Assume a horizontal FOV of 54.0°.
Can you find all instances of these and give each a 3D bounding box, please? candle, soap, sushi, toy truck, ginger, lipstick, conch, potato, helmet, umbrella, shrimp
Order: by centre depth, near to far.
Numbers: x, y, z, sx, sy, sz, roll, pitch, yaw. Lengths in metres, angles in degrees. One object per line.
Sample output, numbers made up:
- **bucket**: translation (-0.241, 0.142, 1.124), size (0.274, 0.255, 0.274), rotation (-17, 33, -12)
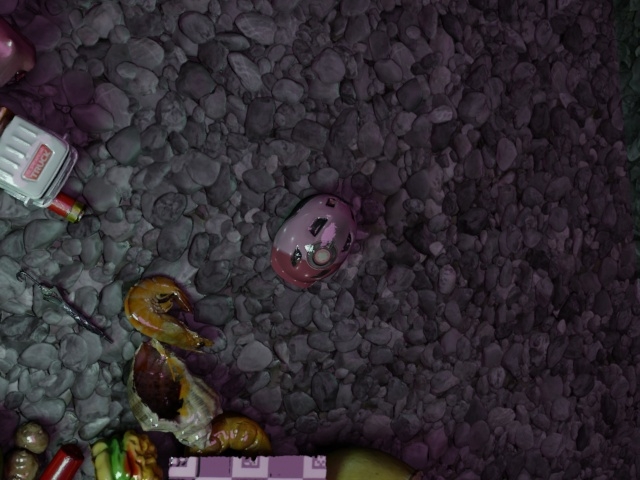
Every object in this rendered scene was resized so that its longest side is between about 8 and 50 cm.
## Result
- **soap**: translation (-0.711, -0.432, 1.221), size (0.324, 0.220, 0.127), rotation (39, 87, -24)
- **toy truck**: translation (-0.687, -0.218, 1.234), size (0.387, 0.207, 0.174), rotation (29, 81, -17)
- **ginger**: translation (-0.665, 0.506, 1.396), size (0.080, 0.104, 0.204), rotation (19, 70, -11)
- **candle**: translation (-0.589, -0.088, 1.398), size (0.130, 0.052, 0.052), rotation (31, 82, -24)
- **lipstick**: translation (-0.642, 0.602, 1.433), size (0.073, 0.073, 0.280), rotation (36, 81, -24)
- **umbrella**: translation (-0.574, 0.153, 1.437), size (0.044, 0.044, 0.269), rotation (-41, 114, 14)
- **conch**: translation (-0.365, 0.377, 1.494), size (0.291, 0.159, 0.210), rotation (50, 38, 16)
- **sushi**: translation (-0.175, 0.661, 1.504), size (0.372, 0.100, 0.297), rotation (2, 78, -11)
- **shrimp**: translation (-0.359, 0.186, 1.519), size (0.248, 0.068, 0.150), rotation (45, 57, -23)
- **helmet**: translation (0.000, 0.000, 1.631), size (0.198, 0.154, 0.254), rotation (30, 78, -25)
- **potato**: translation (0.059, 0.759, 1.670), size (0.442, 0.319, 0.385), rotation (-62, 155, -16)

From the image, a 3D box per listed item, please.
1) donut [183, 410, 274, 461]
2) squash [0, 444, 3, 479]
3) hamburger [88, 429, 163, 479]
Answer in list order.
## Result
- **donut**: translation (-0.236, 0.545, 1.592), size (0.226, 0.113, 0.227), rotation (-3, 97, -24)
- **squash**: translation (-0.799, 0.493, 1.254), size (0.310, 0.310, 0.309), rotation (30, 68, -24)
- **hamburger**: translation (-0.438, 0.543, 1.445), size (0.148, 0.237, 0.237), rotation (-14, 101, -22)
